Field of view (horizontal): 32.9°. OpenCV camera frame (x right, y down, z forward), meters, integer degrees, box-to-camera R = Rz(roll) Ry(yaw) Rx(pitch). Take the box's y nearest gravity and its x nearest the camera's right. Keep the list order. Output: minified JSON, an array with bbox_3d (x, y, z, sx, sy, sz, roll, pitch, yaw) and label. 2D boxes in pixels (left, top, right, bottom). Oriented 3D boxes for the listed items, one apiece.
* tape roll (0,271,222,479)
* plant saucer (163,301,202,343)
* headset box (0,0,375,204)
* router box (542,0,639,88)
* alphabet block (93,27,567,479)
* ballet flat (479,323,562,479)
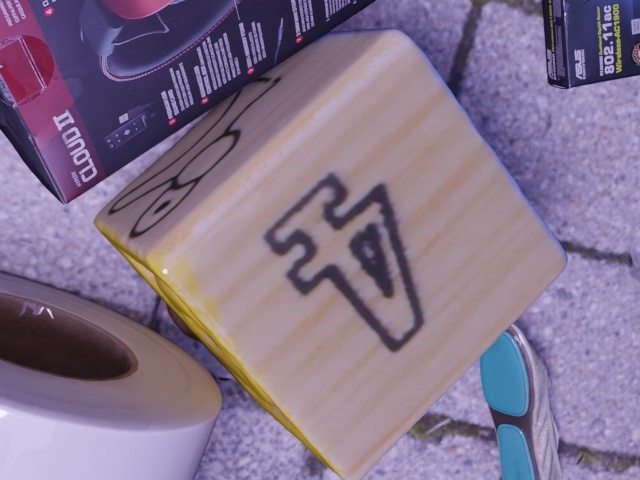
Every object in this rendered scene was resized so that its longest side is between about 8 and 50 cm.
[{"bbox_3d":[-0.200,0.132,0.659,0.246,0.246,0.169,19,98,-19],"label":"tape roll"},{"bbox_3d":[-0.074,0.035,0.791,0.083,0.015,0.083,-4,105,-15],"label":"plant saucer"},{"bbox_3d":[-0.104,-0.174,0.599,0.293,0.110,0.218,-36,148,-15],"label":"headset box"},{"bbox_3d":[0.213,-0.180,0.804,0.092,0.038,0.123,-12,107,-12],"label":"router box"},{"bbox_3d":[0.000,0.000,0.699,0.197,0.192,0.193,-43,109,-10],"label":"alphabet block"},{"bbox_3d":[0.164,0.134,0.873,0.052,0.057,0.168,-26,116,-38],"label":"ballet flat"}]
